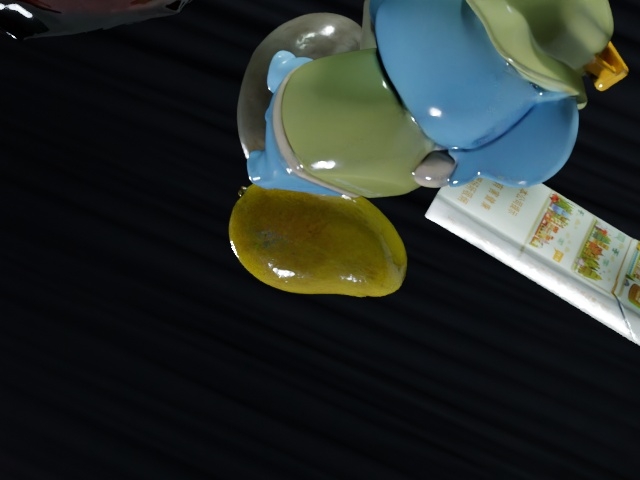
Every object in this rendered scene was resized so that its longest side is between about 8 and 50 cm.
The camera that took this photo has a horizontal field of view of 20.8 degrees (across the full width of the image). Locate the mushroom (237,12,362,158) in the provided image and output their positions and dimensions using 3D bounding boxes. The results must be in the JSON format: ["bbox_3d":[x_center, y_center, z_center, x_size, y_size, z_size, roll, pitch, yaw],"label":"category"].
[{"bbox_3d":[-0.018,-0.128,1.694,0.117,0.141,0.188,-8,-76,-57],"label":"mushroom"}]

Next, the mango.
[{"bbox_3d":[0.000,0.000,1.499,0.076,0.161,0.103,-27,-46,-72],"label":"mango"}]

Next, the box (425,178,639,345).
[{"bbox_3d":[0.202,0.003,1.477,0.032,0.220,0.122,-60,-3,32],"label":"box"}]

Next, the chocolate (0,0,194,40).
[{"bbox_3d":[-0.200,-0.385,1.308,0.384,0.383,0.331,-61,-17,-25],"label":"chocolate"}]

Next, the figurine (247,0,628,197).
[{"bbox_3d":[0.070,-0.119,1.167,0.154,0.262,0.180,54,-143,-40],"label":"figurine"}]
